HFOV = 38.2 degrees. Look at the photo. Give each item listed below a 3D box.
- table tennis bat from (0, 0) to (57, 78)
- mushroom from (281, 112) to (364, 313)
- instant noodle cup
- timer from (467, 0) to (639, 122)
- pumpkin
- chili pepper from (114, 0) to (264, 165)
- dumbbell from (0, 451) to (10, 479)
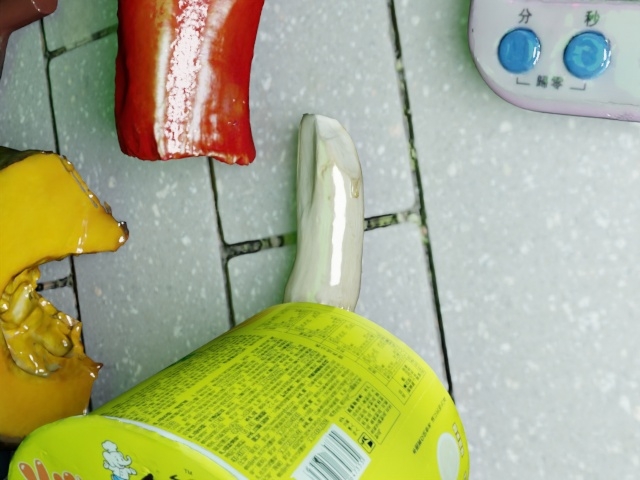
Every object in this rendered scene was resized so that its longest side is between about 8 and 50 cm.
[{"bbox_3d":[-0.419,-0.235,1.086,0.310,0.038,0.200,-14,86,36],"label":"table tennis bat"},{"bbox_3d":[0.000,0.000,0.777,0.084,0.071,0.209,-169,83,-65],"label":"mushroom"},{"bbox_3d":[-0.039,0.200,0.675,0.311,0.221,0.311,15,122,26],"label":"instant noodle cup"},{"bbox_3d":[0.205,-0.175,0.618,0.209,0.069,0.190,14,100,36],"label":"timer"},{"bbox_3d":[-0.358,0.051,0.924,0.225,0.256,0.303,2,78,39],"label":"pumpkin"},{"bbox_3d":[-0.105,-0.237,0.802,0.131,0.135,0.338,20,105,47],"label":"chili pepper"},{"bbox_3d":[-0.452,0.367,1.072,0.144,0.160,0.324,7,97,4],"label":"dumbbell"}]
